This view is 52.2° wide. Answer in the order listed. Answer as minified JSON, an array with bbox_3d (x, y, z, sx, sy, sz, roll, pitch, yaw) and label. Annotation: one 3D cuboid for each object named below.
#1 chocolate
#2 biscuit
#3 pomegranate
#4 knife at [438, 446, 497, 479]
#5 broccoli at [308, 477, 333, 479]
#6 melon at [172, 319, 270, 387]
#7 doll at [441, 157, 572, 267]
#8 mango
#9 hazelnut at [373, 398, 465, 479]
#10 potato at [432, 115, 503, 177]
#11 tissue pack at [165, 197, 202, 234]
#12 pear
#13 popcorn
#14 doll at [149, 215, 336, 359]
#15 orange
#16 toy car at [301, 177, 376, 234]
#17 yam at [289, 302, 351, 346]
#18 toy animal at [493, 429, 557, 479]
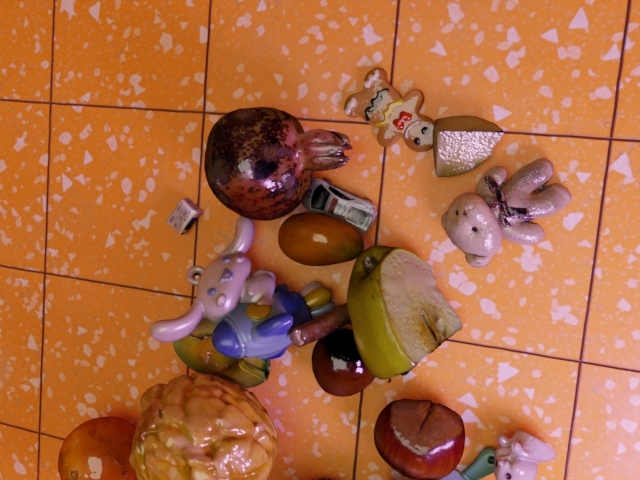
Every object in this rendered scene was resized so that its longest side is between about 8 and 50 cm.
[{"bbox_3d":[0.058,0.301,1.592,0.176,0.176,0.177,2,95,19],"label":"chocolate"},{"bbox_3d":[0.175,-0.299,1.551,0.240,0.035,0.158,38,108,13],"label":"biscuit"},{"bbox_3d":[-0.093,-0.187,1.524,0.340,0.285,0.285,-7,93,24],"label":"pomegranate"},{"bbox_3d":[0.329,0.580,1.580,0.260,0.034,0.063,-42,83,20],"label":"knife"},{"bbox_3d":[-0.018,0.773,1.585,0.413,0.321,0.310,5,106,2],"label":"broccoli"},{"bbox_3d":[-0.253,0.282,1.707,0.265,0.129,0.169,27,141,-4],"label":"melon"},{"bbox_3d":[0.407,-0.076,1.445,0.278,0.149,0.175,-32,51,6],"label":"doll"},{"bbox_3d":[-0.005,-0.003,1.569,0.221,0.151,0.120,2,66,39],"label":"mango"},{"bbox_3d":[0.231,0.467,1.540,0.212,0.181,0.181,20,72,15],"label":"hazelnut"},{"bbox_3d":[0.332,-0.216,1.499,0.149,0.081,0.120,1,126,3],"label":"potato"},{"bbox_3d":[-0.365,-0.065,1.753,0.062,0.042,0.083,41,106,13],"label":"tissue pack"},{"bbox_3d":[0.154,0.152,1.487,0.176,0.286,0.282,-31,84,38],"label":"pear"},{"bbox_3d":[-0.276,0.488,1.602,0.390,0.354,0.344,-23,93,39],"label":"popcorn"},{"bbox_3d":[-0.169,0.156,1.590,0.365,0.187,0.376,30,84,9],"label":"doll"},{"bbox_3d":[-0.599,0.606,1.804,0.240,0.240,0.240,2,95,19],"label":"orange"},{"bbox_3d":[0.040,-0.085,1.605,0.204,0.056,0.095,27,104,14],"label":"toy car"},{"bbox_3d":[0.035,0.189,1.557,0.057,0.241,0.057,40,141,43],"label":"yam"},{"bbox_3d":[0.419,0.533,1.466,0.131,0.103,0.221,39,83,-29],"label":"toy animal"}]
